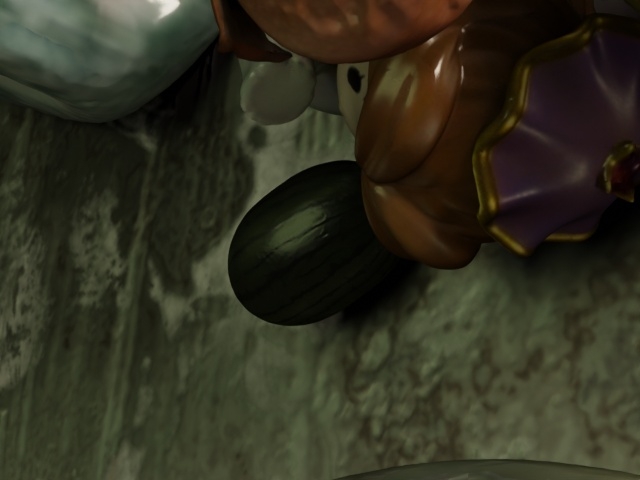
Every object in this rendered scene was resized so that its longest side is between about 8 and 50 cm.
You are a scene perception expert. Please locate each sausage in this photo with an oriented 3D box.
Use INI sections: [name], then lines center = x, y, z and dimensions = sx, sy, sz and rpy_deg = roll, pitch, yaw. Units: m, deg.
[sausage]
center = 0.057, -0.181, 0.556
dimensions = 0.419, 0.094, 0.094
rpy_deg = -62, -13, -54

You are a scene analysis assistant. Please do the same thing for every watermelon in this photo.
[watermelon]
center = 0.000, 0.000, 0.693
dimensions = 0.110, 0.078, 0.078
rpy_deg = -36, 50, 20

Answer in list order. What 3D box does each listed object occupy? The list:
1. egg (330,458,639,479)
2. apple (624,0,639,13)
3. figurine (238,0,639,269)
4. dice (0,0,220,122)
[egg]
center = 0.065, 0.229, 0.331
dimensions = 0.428, 0.345, 0.345
rpy_deg = -13, 64, 51
[apple]
center = 0.186, -0.152, 0.487
dimensions = 0.200, 0.200, 0.200
rpy_deg = -20, 60, 39
[figurine]
center = 0.054, -0.091, 0.629
dimensions = 0.189, 0.142, 0.263
rpy_deg = -26, 43, -8
[dice]
center = -0.236, -0.286, 0.856
dimensions = 0.330, 0.348, 0.328
rpy_deg = 17, 84, 46
